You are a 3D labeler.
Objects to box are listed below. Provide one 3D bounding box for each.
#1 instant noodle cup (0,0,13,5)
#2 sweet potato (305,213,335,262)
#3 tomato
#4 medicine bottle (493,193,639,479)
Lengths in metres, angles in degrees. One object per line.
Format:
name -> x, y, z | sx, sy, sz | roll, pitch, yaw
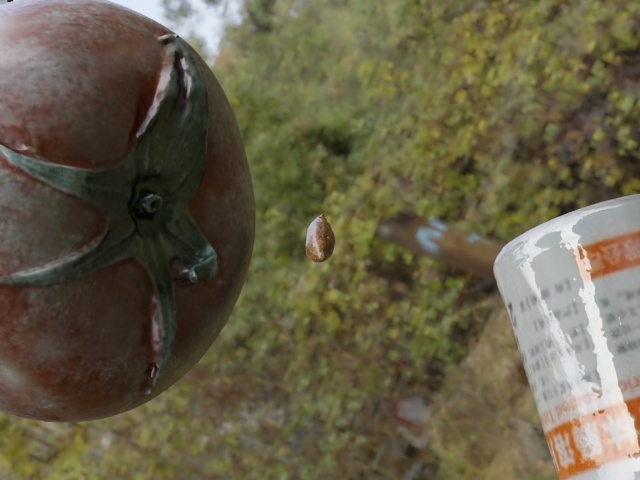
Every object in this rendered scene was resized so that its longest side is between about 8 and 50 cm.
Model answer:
instant noodle cup -> -0.270, -0.132, 1.519 | 0.258, 0.181, 0.303 | -115, 25, -74
sweet potato -> 0.000, 0.000, 1.454 | 0.095, 0.034, 0.034 | -84, 16, -61
tomato -> -0.196, -0.022, 0.987 | 0.316, 0.282, 0.317 | -3, -86, -49
medicine bottle -> 0.310, 0.159, 1.254 | 0.211, 0.211, 0.372 | 114, 142, -69
